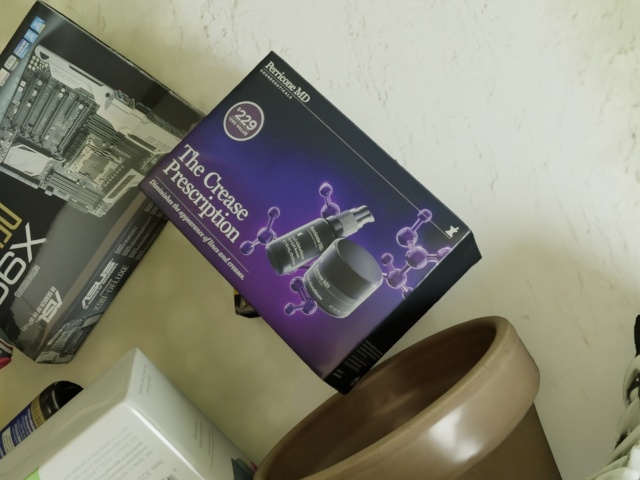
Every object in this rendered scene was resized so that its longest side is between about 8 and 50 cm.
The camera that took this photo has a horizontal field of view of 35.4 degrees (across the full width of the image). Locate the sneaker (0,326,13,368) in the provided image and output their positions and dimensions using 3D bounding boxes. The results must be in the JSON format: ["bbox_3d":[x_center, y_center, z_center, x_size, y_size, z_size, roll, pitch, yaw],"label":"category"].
[{"bbox_3d":[-0.364,-0.014,0.979,0.112,0.121,0.299,-22,82,-11],"label":"sneaker"}]

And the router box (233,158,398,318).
[{"bbox_3d":[0.000,0.000,0.999,0.179,0.046,0.133,-9,78,12],"label":"router box"}]

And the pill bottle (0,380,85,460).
[{"bbox_3d":[-0.298,0.254,0.996,0.219,0.123,0.123,-43,74,4],"label":"pill bottle"}]

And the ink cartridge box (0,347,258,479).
[{"bbox_3d":[-0.124,0.298,0.904,0.207,0.119,0.353,-39,106,6],"label":"ink cartridge box"}]

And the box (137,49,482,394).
[{"bbox_3d":[-0.011,-0.018,0.925,0.184,0.103,0.261,-45,69,-3],"label":"box"}]

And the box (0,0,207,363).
[{"bbox_3d":[-0.284,-0.061,1.065,0.242,0.076,0.307,36,91,16],"label":"box"}]

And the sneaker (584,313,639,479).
[{"bbox_3d":[0.240,0.162,0.767,0.169,0.448,0.257,-38,57,47],"label":"sneaker"}]

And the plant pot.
[{"bbox_3d":[0.108,0.227,0.855,0.263,0.263,0.229,-32,94,8],"label":"plant pot"}]
